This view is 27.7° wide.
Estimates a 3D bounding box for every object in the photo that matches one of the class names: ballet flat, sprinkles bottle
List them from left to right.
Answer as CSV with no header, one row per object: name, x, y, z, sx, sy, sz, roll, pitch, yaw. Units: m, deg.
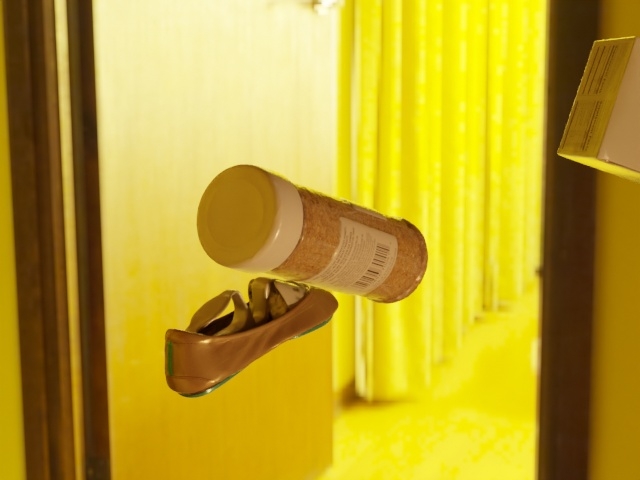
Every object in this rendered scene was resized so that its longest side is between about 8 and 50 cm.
ballet flat,-0.061,0.074,1.247,0.080,0.073,0.232,1,20,37
sprinkles bottle,0.000,0.000,1.592,0.121,0.121,0.355,7,-6,34

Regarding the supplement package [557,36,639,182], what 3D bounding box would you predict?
supplement package,0.558,-0.192,2.113,0.262,0.204,0.145,18,1,-16
